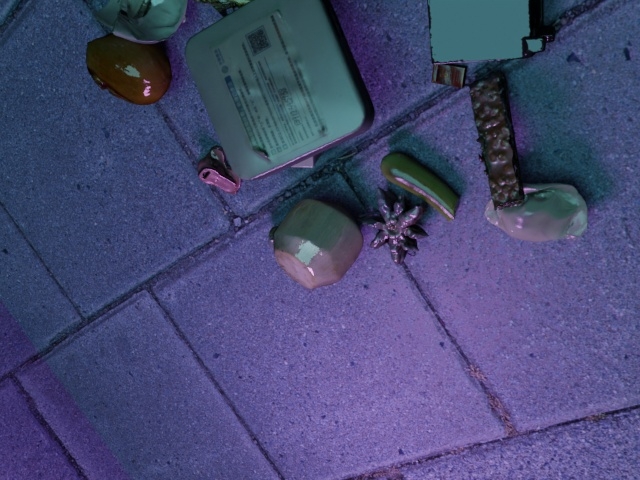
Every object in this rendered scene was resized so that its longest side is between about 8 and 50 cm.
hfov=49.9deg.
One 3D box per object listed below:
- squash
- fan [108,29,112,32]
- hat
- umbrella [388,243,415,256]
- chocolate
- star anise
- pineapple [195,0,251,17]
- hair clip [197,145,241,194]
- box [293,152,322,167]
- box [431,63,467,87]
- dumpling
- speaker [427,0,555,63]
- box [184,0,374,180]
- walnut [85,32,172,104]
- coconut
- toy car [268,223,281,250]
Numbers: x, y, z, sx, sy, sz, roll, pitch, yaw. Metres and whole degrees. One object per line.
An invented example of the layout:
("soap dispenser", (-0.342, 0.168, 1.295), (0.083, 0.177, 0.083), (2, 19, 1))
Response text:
("squash", (0.269, -0.151, 1.846), (0.250, 0.083, 0.083), (36, 126, 6))
("fan", (-0.632, -0.643, 2.155), (0.083, 0.004, 0.055), (27, 124, 16))
("hat", (-0.521, -0.683, 1.995), (0.301, 0.168, 0.257), (27, 89, 43))
("umbrella", (0.218, 0.018, 1.994), (0.122, 0.013, 0.022), (26, 111, 17))
("chocolate", (0.431, -0.239, 1.656), (0.103, 0.065, 0.329), (-14, 81, 40))
("star anise", (0.210, -0.047, 1.915), (0.236, 0.093, 0.229), (-25, 97, 44))
("pineapple", (-0.272, -0.672, 1.822), (0.335, 0.161, 0.158), (37, 91, -2))
("hair clip", (-0.314, -0.217, 2.172), (0.138, 0.102, 0.123), (24, 132, -22))
("box", (-0.115, -0.382, 1.876), (0.225, 0.143, 0.341), (3, 115, 10))
("box", (0.320, -0.414, 1.716), (0.082, 0.023, 0.051), (16, 119, 22))
("dumpling", (0.530, -0.074, 1.699), (0.250, 0.132, 0.162), (7, 120, 26))
("speaker", (0.380, -0.527, 1.529), (0.254, 0.184, 0.232), (3, 115, 25))
("box", (-0.106, -0.384, 1.687), (0.397, 0.111, 0.395), (-21, 92, 25))
("walnut", (-0.577, -0.528, 2.063), (0.298, 0.203, 0.203), (34, 126, 14))
("coconut", (0.000, 0.000, 1.982), (0.245, 0.247, 0.245), (33, 156, 17))
("toy car", (-0.108, 0.005, 2.126), (0.112, 0.112, 0.139), (5, 126, 44))
